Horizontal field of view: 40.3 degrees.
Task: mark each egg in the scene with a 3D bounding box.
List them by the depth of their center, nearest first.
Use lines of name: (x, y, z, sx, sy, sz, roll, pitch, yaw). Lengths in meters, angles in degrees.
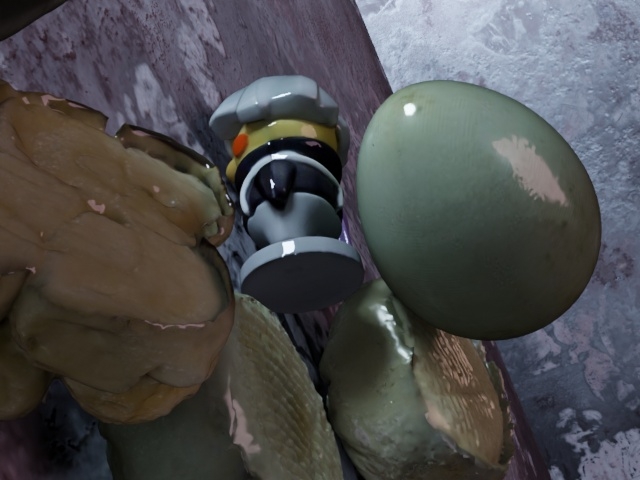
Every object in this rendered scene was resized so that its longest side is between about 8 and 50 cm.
egg: (0.144, -0.031, 0.830, 0.295, 0.218, 0.218, 52, 22, -41)

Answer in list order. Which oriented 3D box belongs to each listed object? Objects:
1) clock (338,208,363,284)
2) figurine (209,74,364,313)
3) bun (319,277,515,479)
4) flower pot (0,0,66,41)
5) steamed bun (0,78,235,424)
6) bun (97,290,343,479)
clock: (0.000, 0.000, 1.051, 0.110, 0.050, 0.152, 44, 28, -56)
figurine: (-0.027, -0.052, 0.883, 0.176, 0.133, 0.236, 60, 17, -59)
bun: (0.097, 0.169, 0.951, 0.259, 0.152, 0.259, 45, 27, -30)
flower pot: (-0.185, -0.205, 0.359, 0.195, 0.246, 0.246, 39, 8, 16)
steamed bun: (-0.139, 0.011, 0.429, 0.192, 0.106, 0.177, 16, 31, -27)
bun: (-0.065, 0.127, 0.531, 0.195, 0.118, 0.195, -20, 90, -81)
